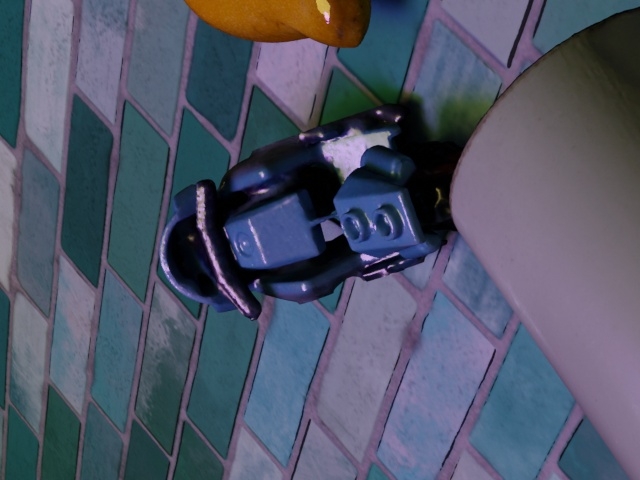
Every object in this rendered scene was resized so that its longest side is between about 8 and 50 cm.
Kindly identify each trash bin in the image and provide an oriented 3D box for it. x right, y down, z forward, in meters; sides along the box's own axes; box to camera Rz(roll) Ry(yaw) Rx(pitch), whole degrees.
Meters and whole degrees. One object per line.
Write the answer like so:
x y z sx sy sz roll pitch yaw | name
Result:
0.300 0.068 1.117 0.432 0.280 0.280 54 151 31 | trash bin

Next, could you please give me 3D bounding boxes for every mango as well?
-0.041 -0.255 1.564 0.262 0.109 0.157 25 125 38 | mango

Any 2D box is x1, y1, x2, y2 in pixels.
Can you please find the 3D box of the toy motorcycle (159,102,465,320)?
0.000 -0.017 1.575 0.416 0.232 0.172 -2 110 56 | toy motorcycle

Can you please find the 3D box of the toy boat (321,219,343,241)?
0.000 0.000 1.795 0.122 0.034 0.096 -26 93 51 | toy boat
